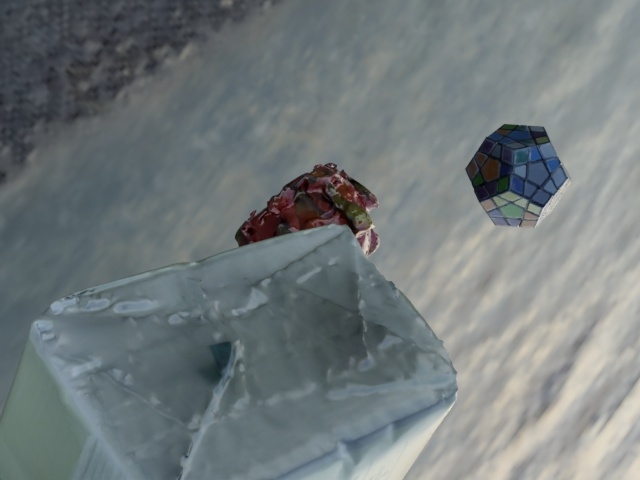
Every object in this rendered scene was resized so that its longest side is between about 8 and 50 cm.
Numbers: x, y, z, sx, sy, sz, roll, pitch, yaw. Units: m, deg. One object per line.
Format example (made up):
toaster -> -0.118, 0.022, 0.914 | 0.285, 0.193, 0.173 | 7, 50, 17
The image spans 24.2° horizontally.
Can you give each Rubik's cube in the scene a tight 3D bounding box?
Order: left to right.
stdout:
Rubik's cube -> 0.203, -0.066, 1.531 | 0.111, 0.111, 0.093 | -49, -168, -10

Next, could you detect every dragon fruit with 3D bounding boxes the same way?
dragon fruit -> 0.000, 0.000, 1.474 | 0.133, 0.207, 0.150 | -47, 138, 12

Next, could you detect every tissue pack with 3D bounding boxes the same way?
tissue pack -> -0.099, 0.191, 1.150 | 0.297, 0.207, 0.380 | -17, 149, -38
